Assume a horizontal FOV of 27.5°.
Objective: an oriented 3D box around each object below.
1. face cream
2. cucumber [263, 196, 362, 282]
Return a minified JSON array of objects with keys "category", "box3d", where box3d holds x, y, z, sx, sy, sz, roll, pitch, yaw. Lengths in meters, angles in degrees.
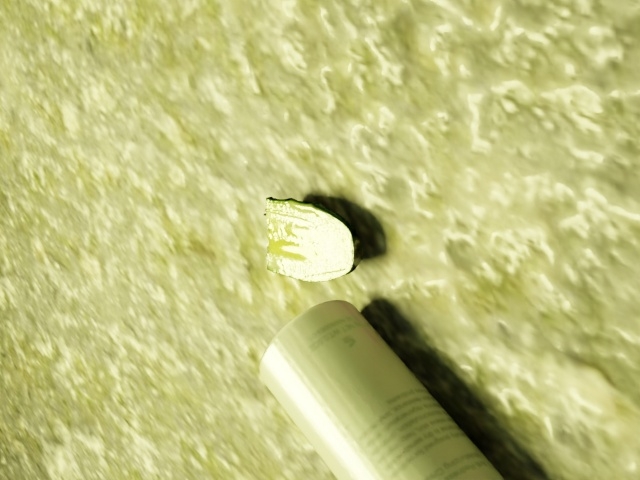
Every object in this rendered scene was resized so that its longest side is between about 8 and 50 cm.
[{"category":"face cream","box3d":[0.087,0.194,0.969,0.345,0.102,0.102,50,144,30]},{"category":"cucumber","box3d":[0.000,0.000,1.047,0.107,0.035,0.067,14,109,47]}]
